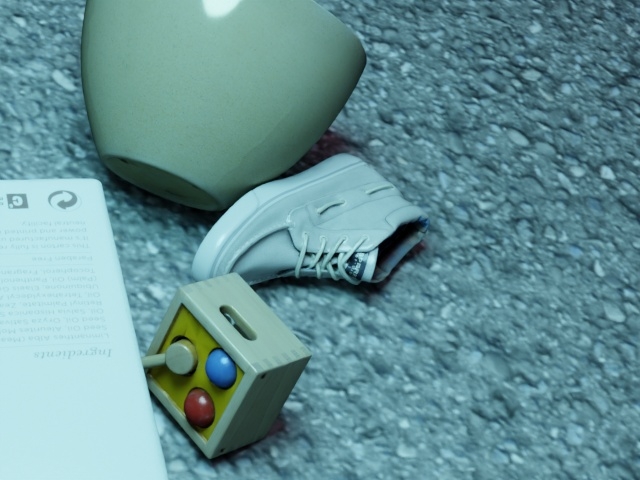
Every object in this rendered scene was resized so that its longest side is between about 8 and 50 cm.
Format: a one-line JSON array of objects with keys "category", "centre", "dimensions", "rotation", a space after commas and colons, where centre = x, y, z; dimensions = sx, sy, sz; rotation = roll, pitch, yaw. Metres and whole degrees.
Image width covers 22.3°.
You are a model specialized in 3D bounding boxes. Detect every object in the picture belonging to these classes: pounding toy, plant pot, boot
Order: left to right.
[{"category": "pounding toy", "centre": [-0.109, 0.108, 1.423], "dimensions": [0.100, 0.130, 0.141], "rotation": [-15, 53, -47]}, {"category": "plant pot", "centre": [-0.121, -0.141, 1.590], "dimensions": [0.284, 0.284, 0.191], "rotation": [22, 79, 1]}, {"category": "boot", "centre": [0.000, 0.000, 1.581], "dimensions": [0.123, 0.095, 0.258], "rotation": [34, 43, 24]}]

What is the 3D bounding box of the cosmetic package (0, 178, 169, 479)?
[{"category": "cosmetic package", "centre": [-0.217, 0.181, 1.196], "dimensions": [0.162, 0.230, 0.453], "rotation": [-2, 41, -18]}]
